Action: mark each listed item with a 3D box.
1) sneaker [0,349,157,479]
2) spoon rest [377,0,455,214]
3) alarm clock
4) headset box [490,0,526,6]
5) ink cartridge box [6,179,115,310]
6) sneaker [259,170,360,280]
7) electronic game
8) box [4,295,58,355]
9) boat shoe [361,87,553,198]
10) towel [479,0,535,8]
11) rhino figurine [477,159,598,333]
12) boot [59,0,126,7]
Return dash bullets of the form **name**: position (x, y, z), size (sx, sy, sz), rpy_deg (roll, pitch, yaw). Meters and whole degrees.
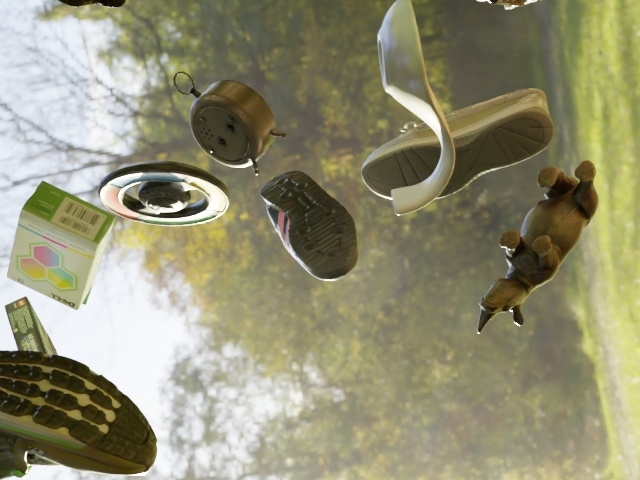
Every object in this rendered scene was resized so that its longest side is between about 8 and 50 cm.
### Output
- **sneaker**: position (-0.380, 0.220, 1.240), size (0.158, 0.410, 0.182), rpy_deg (-64, -16, -70)
- **spoon rest**: position (0.119, -0.164, 1.373), size (0.137, 0.084, 0.276), rpy_deg (-98, 1, -56)
- **alarm clock**: position (-0.150, -0.185, 1.703), size (0.064, 0.192, 0.129), rpy_deg (-47, -2, -42)
- **headset box**: position (0.229, -0.313, 1.300), size (0.032, 0.062, 0.083), rpy_deg (50, 127, 27)
- **ink cartridge box**: position (-0.356, 0.025, 1.520), size (0.209, 0.109, 0.062), rpy_deg (-61, 5, 47)
- **sneaker**: position (0.000, 0.000, 1.824), size (0.319, 0.112, 0.131), rpy_deg (-121, 7, -58)
- **electronic game**: position (-0.271, -0.078, 1.963), size (0.229, 0.229, 0.048), rpy_deg (65, -157, -66)
- **box**: position (-0.382, 0.179, 1.564), size (0.207, 0.036, 0.114), rpy_deg (53, 165, 50)
- **boat shoe**: position (0.219, -0.158, 1.833), size (0.118, 0.320, 0.103), rpy_deg (55, -156, -32)
- **towel**: position (0.334, -0.537, 1.850), size (0.235, 0.121, 0.284), rpy_deg (-4, 99, 51)
- **rhino figurine**: position (0.264, 0.015, 1.391), size (0.243, 0.073, 0.106), rpy_deg (-57, -27, -3)
- **boot**: position (-0.291, -0.306, 1.304), size (0.114, 0.106, 0.037), rpy_deg (45, 116, 42)
